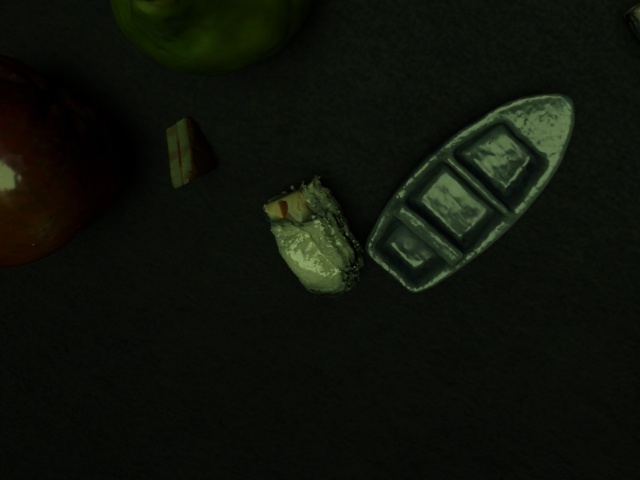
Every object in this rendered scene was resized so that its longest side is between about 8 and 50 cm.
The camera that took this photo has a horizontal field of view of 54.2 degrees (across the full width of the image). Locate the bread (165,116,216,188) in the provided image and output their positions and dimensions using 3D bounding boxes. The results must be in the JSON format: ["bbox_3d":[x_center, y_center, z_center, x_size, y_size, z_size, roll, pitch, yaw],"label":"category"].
[{"bbox_3d":[-0.163,-0.102,0.803,0.043,0.108,0.062,-28,143,22],"label":"bread"}]

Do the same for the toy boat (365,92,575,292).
[{"bbox_3d":[0.176,-0.064,0.731,0.127,0.078,0.283,43,109,-2],"label":"toy boat"}]

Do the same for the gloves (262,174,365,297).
[{"bbox_3d":[0.001,-0.001,0.785,0.114,0.070,0.153,-19,102,34],"label":"gloves"}]

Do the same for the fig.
[{"bbox_3d":[-0.136,-0.269,0.626,0.233,0.314,0.232,21,132,25],"label":"fig"}]

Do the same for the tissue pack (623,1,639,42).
[{"bbox_3d":[0.376,-0.219,0.653,0.074,0.058,0.094,-32,98,20],"label":"tissue pack"}]

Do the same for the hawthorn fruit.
[{"bbox_3d":[-0.398,-0.066,0.762,0.254,0.254,0.300,42,113,-3],"label":"hawthorn fruit"}]
